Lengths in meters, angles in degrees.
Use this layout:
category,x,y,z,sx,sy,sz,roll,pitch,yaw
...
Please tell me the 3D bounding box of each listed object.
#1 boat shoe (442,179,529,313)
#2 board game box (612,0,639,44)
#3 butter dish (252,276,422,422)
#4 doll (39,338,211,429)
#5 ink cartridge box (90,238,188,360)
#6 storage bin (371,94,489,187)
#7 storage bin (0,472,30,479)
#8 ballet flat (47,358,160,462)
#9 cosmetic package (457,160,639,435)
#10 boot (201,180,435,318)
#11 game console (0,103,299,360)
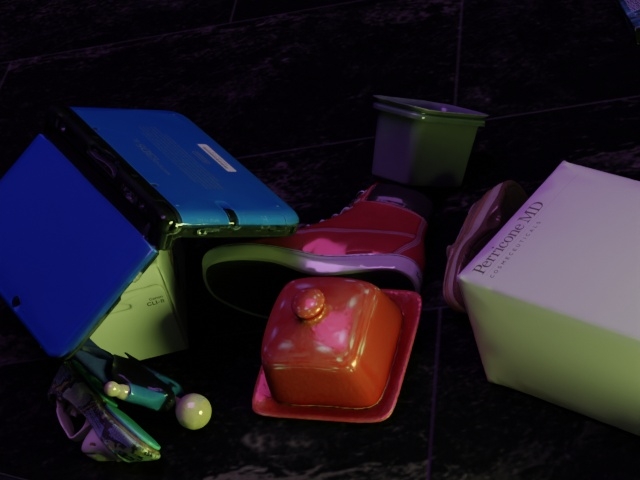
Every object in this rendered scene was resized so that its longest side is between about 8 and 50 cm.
category,x,y,z,sx,sy,sz,roll,pitch,yaw
boat shoe,0.165,0.015,1.822,0.072,0.068,0.190,-22,23,40
board game box,0.464,-0.310,2.131,0.186,0.026,0.126,-16,36,3
butter dish,0.004,0.091,1.718,0.160,0.118,0.159,2,56,24
doll,-0.197,0.141,1.762,0.189,0.129,0.046,30,97,9
ink cartridge box,-0.224,0.036,1.894,0.128,0.127,0.176,-14,36,4
storage bin,0.112,-0.111,1.935,0.098,0.091,0.135,19,11,39
storage bin,-0.292,0.299,1.624,0.180,0.084,0.122,9,45,31
ballet flat,-0.227,0.191,1.765,0.070,0.070,0.188,-31,36,-16
cosmetic package,0.335,0.075,1.585,0.366,0.155,0.197,18,52,38
boot,0.000,0.000,1.886,0.244,0.088,0.176,0,39,11
game console,-0.208,-0.013,1.823,0.250,0.173,0.293,0,27,-35
